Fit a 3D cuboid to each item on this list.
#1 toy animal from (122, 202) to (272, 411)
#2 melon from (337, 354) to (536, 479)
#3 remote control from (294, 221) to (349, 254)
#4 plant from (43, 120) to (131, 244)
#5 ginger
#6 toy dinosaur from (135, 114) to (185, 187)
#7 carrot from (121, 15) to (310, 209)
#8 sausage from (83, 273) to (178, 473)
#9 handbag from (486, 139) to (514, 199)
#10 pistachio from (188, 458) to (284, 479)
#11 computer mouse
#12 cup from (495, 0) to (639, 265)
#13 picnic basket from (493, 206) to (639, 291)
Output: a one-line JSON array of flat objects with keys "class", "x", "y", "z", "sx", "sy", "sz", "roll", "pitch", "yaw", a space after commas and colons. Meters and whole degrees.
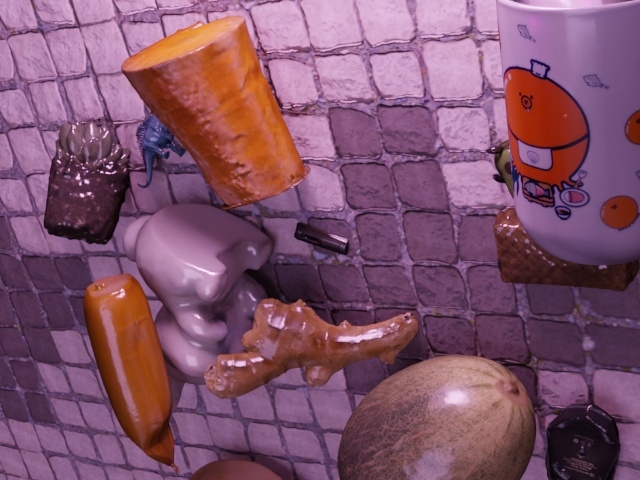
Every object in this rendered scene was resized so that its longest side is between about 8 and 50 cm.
[{"class": "toy animal", "x": -0.217, "y": 0.123, "z": 1.652, "sx": 0.241, "sy": 0.196, "sz": 0.367, "roll": 21, "pitch": 124, "yaw": 29}, {"class": "melon", "x": 0.170, "y": 0.303, "z": 1.482, "sx": 0.248, "sy": 0.248, "sz": 0.329, "roll": 48, "pitch": 122, "yaw": -2}, {"class": "remote control", "x": 0.000, "y": 0.000, "z": 1.556, "sx": 0.091, "sy": 0.016, "sz": 0.034, "roll": 18, "pitch": 120, "yaw": 21}, {"class": "plant", "x": -0.377, "y": -0.096, "z": 1.640, "sx": 0.132, "sy": 0.194, "sz": 0.129, "roll": 12, "pitch": 172, "yaw": -12}, {"class": "ginger", "x": -0.015, "y": 0.160, "z": 1.551, "sx": 0.334, "sy": 0.081, "sz": 0.147, "roll": -4, "pitch": 78, "yaw": -1}, {"class": "toy dinosaur", "x": -0.258, "y": -0.161, "z": 1.603, "sx": 0.080, "sy": 0.045, "sz": 0.197, "roll": 36, "pitch": 124, "yaw": 25}, {"class": "carrot", "x": -0.146, "y": -0.176, "z": 1.442, "sx": 0.196, "sy": 0.196, "sz": 0.254, "roll": -9, "pitch": 116, "yaw": 35}, {"class": "sausage", "x": -0.284, "y": 0.213, "z": 1.548, "sx": 0.112, "sy": 0.112, "sz": 0.328, "roll": -4, "pitch": 108, "yaw": 33}, {"class": "handbag", "x": 0.268, "y": -0.084, "z": 1.322, "sx": 0.072, "sy": 0.047, "sz": 0.111, "roll": -17, "pitch": 105, "yaw": 38}, {"class": "pistachio", "x": -0.119, "y": 0.531, "z": 1.822, "sx": 0.309, "sy": 0.230, "sz": 0.229, "roll": 27, "pitch": 128, "yaw": 10}, {"class": "computer mouse", "x": 0.385, "y": 0.302, "z": 1.469, "sx": 0.106, "sy": 0.062, "sz": 0.192, "roll": 16, "pitch": 130, "yaw": 22}, {"class": "cup", "x": 0.321, "y": -0.143, "z": 1.152, "sx": 0.212, "sy": 0.212, "sz": 0.317, "roll": 6, "pitch": 121, "yaw": 29}, {"class": "picnic basket", "x": 0.322, "y": 0.014, "z": 1.343, "sx": 0.194, "sy": 0.055, "sz": 0.110, "roll": 4, "pitch": 119, "yaw": 32}]
